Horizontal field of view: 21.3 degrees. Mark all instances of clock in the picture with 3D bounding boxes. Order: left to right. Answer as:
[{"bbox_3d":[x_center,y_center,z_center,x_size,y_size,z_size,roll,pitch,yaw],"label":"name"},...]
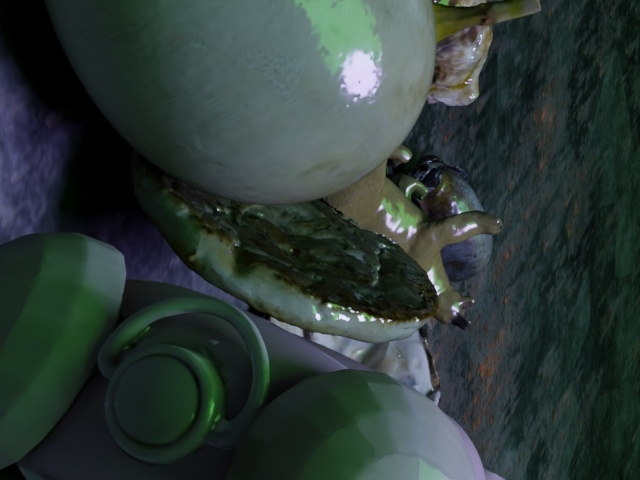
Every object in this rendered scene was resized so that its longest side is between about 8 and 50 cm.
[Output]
[{"bbox_3d":[-0.047,0.132,1.034,0.184,0.342,0.326,-68,159,-9],"label":"clock"}]

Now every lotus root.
[{"bbox_3d":[0.129,-0.024,1.739,0.088,0.088,0.165,-63,143,-41],"label":"lotus root"}]

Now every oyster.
[{"bbox_3d":[0.020,0.075,1.502,0.223,0.083,0.214,32,45,-40],"label":"oyster"},{"bbox_3d":[0.075,-0.220,1.538,0.271,0.100,0.275,-29,128,-45],"label":"oyster"}]

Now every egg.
[{"bbox_3d":[-0.055,-0.147,1.080,0.295,0.218,0.218,39,58,-40],"label":"egg"}]

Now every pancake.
[{"bbox_3d":[-0.030,-0.008,1.197,0.037,0.253,0.253,-56,167,21],"label":"pancake"}]

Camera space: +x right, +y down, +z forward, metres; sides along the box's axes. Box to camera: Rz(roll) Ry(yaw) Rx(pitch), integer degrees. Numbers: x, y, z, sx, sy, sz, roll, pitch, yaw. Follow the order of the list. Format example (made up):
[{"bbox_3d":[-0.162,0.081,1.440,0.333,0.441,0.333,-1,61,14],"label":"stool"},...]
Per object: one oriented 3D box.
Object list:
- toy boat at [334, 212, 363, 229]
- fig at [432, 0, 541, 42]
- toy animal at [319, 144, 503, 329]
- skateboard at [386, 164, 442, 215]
[{"bbox_3d":[0.000,0.000,1.365,0.055,0.141,0.060,42,70,-17],"label":"toy boat"},{"bbox_3d":[0.040,-0.163,1.271,0.159,0.257,0.159,-7,90,-77],"label":"fig"},{"bbox_3d":[0.063,-0.015,1.483,0.219,0.103,0.101,35,79,-30],"label":"toy animal"},{"bbox_3d":[0.080,-0.006,1.664,0.080,0.067,0.151,-53,148,-36],"label":"skateboard"}]
